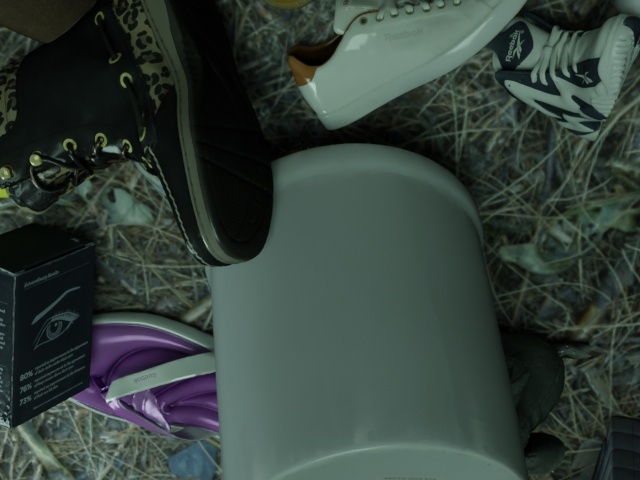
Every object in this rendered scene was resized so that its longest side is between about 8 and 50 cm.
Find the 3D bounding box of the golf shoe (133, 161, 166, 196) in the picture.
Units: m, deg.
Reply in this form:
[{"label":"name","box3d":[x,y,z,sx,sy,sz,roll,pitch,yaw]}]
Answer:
[{"label":"golf shoe","box3d":[-0.154,-0.065,1.550,0.176,0.086,0.069,44,71,-19]}]

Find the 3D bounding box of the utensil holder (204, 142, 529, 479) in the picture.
[{"label":"utensil holder","box3d":[0.042,0.144,1.393,0.327,0.385,0.327,-4,139,-3]}]

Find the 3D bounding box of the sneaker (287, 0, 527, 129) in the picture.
[{"label":"sneaker","box3d":[0.088,-0.233,1.394,0.290,0.106,0.123,-29,113,23]}]

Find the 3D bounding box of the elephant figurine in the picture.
[{"label":"elephant figurine","box3d":[0.211,0.218,1.542,0.169,0.239,0.186,25,118,-6]}]

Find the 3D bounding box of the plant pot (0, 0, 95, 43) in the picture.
[{"label":"plant pot","box3d":[-0.342,-0.326,1.368,0.215,0.215,0.230,-34,120,23]}]

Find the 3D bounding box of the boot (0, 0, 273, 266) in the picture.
[{"label":"boot","box3d":[-0.219,-0.104,1.411,0.284,0.138,0.377,-27,70,25]}]

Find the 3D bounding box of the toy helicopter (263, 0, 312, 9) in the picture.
[{"label":"toy helicopter","box3d":[0.058,-0.363,1.341,0.235,0.140,0.355,32,129,-19]}]

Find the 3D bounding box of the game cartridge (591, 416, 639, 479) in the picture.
[{"label":"game cartridge","box3d":[0.352,0.432,1.642,0.068,0.230,0.355,10,119,2]}]

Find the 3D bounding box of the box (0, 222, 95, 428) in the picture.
[{"label":"box","box3d":[-0.366,0.101,1.584,0.108,0.153,0.207,15,110,25]}]

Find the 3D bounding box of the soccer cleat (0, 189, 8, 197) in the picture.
[{"label":"soccer cleat","box3d":[-0.480,-0.122,1.527,0.289,0.121,0.093,31,117,-9]}]

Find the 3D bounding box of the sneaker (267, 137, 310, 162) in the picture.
[{"label":"sneaker","box3d":[-0.020,-0.085,1.519,0.158,0.061,0.065,11,107,-3]}]

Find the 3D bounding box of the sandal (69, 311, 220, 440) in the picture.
[{"label":"sandal","box3d":[-0.170,0.200,1.665,0.416,0.102,0.169,13,117,3]}]

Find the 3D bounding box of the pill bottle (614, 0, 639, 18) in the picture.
[{"label":"pill bottle","box3d":[0.400,-0.264,1.303,0.283,0.160,0.160,28,118,-7]}]

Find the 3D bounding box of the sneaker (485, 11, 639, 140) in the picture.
[{"label":"sneaker","box3d":[0.246,-0.191,1.355,0.153,0.235,0.094,24,85,8]}]
